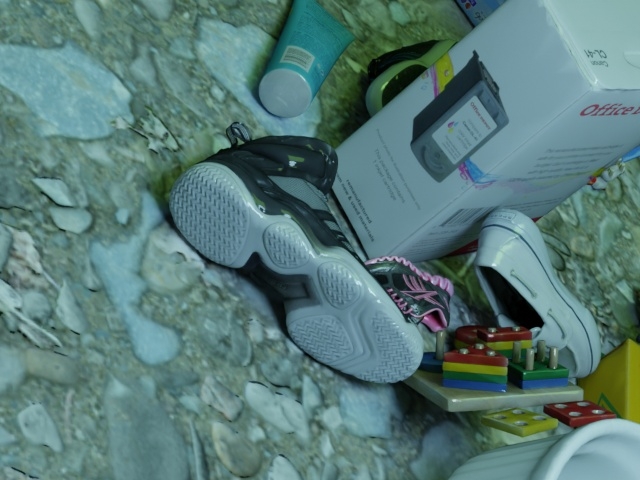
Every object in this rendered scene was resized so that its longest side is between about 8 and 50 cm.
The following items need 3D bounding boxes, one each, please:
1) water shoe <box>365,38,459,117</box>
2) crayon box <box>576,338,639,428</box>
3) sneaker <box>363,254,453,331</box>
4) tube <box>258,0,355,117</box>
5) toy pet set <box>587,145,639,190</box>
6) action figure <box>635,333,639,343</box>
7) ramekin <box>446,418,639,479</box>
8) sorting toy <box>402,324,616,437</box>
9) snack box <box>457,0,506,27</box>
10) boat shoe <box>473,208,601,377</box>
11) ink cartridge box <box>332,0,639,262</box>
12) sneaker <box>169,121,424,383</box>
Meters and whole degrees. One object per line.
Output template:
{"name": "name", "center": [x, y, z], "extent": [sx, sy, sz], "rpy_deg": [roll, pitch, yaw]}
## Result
{"name": "water shoe", "center": [0.081, -0.155, 1.997], "extent": [0.203, 0.080, 0.073], "rpy_deg": [-32, 118, -57]}
{"name": "crayon box", "center": [0.344, 0.236, 1.903], "extent": [0.202, 0.081, 0.318], "rpy_deg": [34, 37, -20]}
{"name": "sneaker", "center": [0.079, 0.053, 1.824], "extent": [0.119, 0.047, 0.057], "rpy_deg": [20, 56, -33]}
{"name": "tube", "center": [-0.013, -0.190, 1.949], "extent": [0.080, 0.052, 0.207], "rpy_deg": [46, 29, -13]}
{"name": "toy pet set", "center": [0.315, -0.116, 2.244], "extent": [0.114, 0.065, 0.122], "rpy_deg": [-23, 69, -18]}
{"name": "action figure", "center": [0.469, 0.126, 1.977], "extent": [0.276, 0.164, 0.141], "rpy_deg": [33, 79, 5]}
{"name": "ramekin", "center": [0.198, 0.288, 1.579], "extent": [0.277, 0.135, 0.277], "rpy_deg": [15, 70, -47]}
{"name": "sorting toy", "center": [0.150, 0.111, 1.727], "extent": [0.132, 0.046, 0.274], "rpy_deg": [-2, 13, -21]}
{"name": "snack box", "center": [0.257, -0.275, 2.299], "extent": [0.207, 0.070, 0.174], "rpy_deg": [-17, 69, -52]}
{"name": "boat shoe", "center": [0.199, 0.070, 1.880], "extent": [0.226, 0.083, 0.076], "rpy_deg": [55, 52, -34]}
{"name": "ink cartridge box", "center": [0.186, -0.110, 1.859], "extent": [0.226, 0.306, 0.131], "rpy_deg": [-6, 62, -50]}
{"name": "sneaker", "center": [0.000, 0.000, 1.729], "extent": [0.268, 0.101, 0.153], "rpy_deg": [41, 38, -8]}
